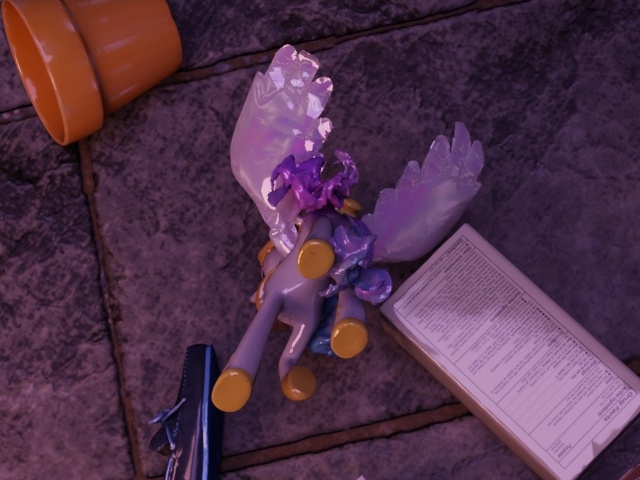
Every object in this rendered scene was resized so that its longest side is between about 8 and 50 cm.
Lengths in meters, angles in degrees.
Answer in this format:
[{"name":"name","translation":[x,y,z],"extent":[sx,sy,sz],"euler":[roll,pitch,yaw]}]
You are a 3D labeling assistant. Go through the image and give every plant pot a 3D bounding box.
[{"name":"plant pot","translation":[-0.291,-0.252,1.904],"extent":[0.188,0.205,0.205],"euler":[-24,71,-18]}]

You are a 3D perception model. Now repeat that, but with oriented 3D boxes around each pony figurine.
[{"name":"pony figurine","translation":[0.000,0.000,1.663],"extent":[0.303,0.363,0.351],"euler":[28,112,-11]}]

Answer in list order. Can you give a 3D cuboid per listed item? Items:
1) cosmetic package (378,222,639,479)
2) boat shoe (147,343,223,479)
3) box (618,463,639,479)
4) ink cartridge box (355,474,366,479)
[{"name":"cosmetic package","translation":[0.234,0.144,1.753],"extent":[0.160,0.113,0.309],"euler":[-43,74,-8]},{"name":"boat shoe","translation":[-0.172,0.251,1.769],"extent":[0.089,0.109,0.258],"euler":[0,70,10]},{"name":"box","translation":[0.441,0.431,1.553],"extent":[0.143,0.191,0.381],"euler":[-43,61,1]},{"name":"ink cartridge box","translation":[-0.014,0.366,1.718],"extent":[0.207,0.097,0.046],"euler":[-38,72,-5]}]
